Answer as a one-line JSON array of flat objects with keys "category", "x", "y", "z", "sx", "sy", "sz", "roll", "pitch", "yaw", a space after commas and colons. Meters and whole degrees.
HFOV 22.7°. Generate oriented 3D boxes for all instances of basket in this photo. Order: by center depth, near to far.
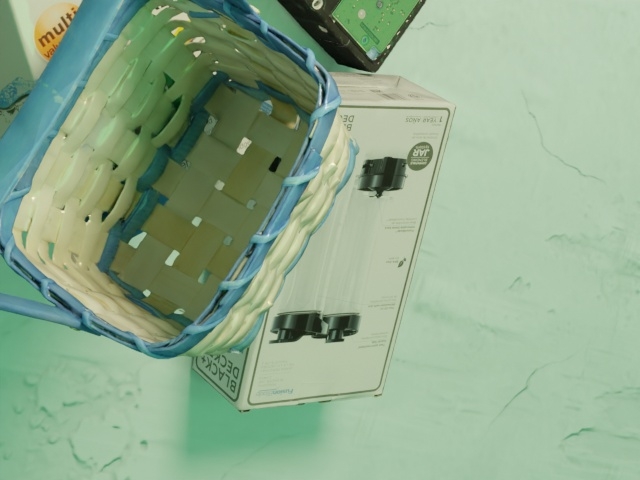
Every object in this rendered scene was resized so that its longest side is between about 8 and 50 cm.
[{"category": "basket", "x": -0.110, "y": -0.048, "z": 1.027, "sx": 0.255, "sy": 0.201, "sz": 0.289, "roll": -58, "pitch": 160, "yaw": -5}]

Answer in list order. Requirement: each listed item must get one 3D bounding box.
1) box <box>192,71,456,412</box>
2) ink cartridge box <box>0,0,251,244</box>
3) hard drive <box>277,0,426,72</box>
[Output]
[{"category": "box", "x": 0.000, "y": 0.000, "z": 1.413, "sx": 0.169, "sy": 0.087, "sz": 0.290, "roll": -3, "pitch": 115, "yaw": -37}, {"category": "ink cartridge box", "x": -0.175, "y": -0.141, "z": 1.206, "sx": 0.171, "sy": 0.168, "sz": 0.233, "roll": -29, "pitch": 121, "yaw": -27}, {"category": "hard drive", "x": -0.001, "y": -0.335, "z": 1.350, "sx": 0.339, "sy": 0.064, "sz": 0.237, "roll": 42, "pitch": 78, "yaw": -38}]
